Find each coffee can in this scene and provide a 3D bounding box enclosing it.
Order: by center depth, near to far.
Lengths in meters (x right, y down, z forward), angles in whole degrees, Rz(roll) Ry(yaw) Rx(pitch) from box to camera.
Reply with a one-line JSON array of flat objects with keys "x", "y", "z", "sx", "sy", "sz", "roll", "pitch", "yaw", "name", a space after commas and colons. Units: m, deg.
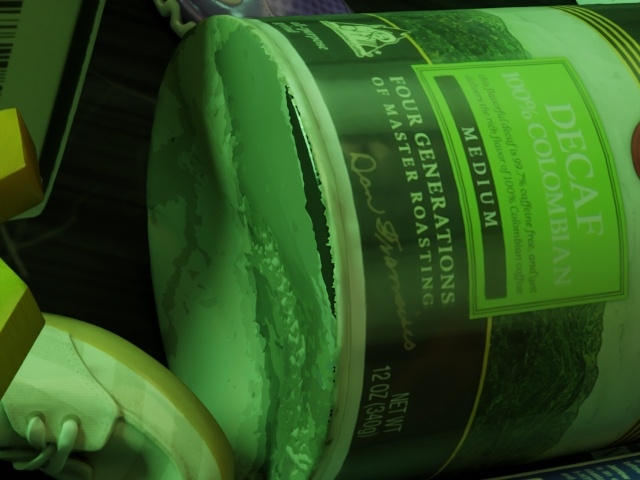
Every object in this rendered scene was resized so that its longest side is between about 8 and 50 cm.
[{"x": 0.086, "y": -0.002, "z": 0.651, "sx": 0.275, "sy": 0.201, "sz": 0.201, "roll": -7, "pitch": 52, "yaw": -24, "name": "coffee can"}]

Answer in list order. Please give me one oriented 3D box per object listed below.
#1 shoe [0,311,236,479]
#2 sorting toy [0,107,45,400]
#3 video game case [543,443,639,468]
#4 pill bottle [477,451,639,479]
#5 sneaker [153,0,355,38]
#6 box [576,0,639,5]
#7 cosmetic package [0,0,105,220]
[{"x": -0.137, "y": 0.057, "z": 0.585, "sx": 0.219, "sy": 0.076, "sz": 0.058, "roll": 28, "pitch": 42, "yaw": 8, "name": "shoe"}, {"x": -0.225, "y": 0.066, "z": 0.449, "sx": 0.307, "sy": 0.041, "sz": 0.229, "roll": -16, "pitch": 50, "yaw": -2, "name": "sorting toy"}, {"x": 0.178, "y": 0.027, "z": 0.838, "sx": 0.274, "sy": 0.026, "sz": 0.196, "roll": -15, "pitch": 58, "yaw": -41, "name": "video game case"}, {"x": 0.139, "y": 0.141, "z": 0.608, "sx": 0.187, "sy": 0.112, "sz": 0.112, "roll": -7, "pitch": 52, "yaw": -19, "name": "pill bottle"}, {"x": -0.060, "y": -0.191, "z": 0.855, "sx": 0.236, "sy": 0.104, "sz": 0.095, "roll": 47, "pitch": 42, "yaw": 17, "name": "sneaker"}, {"x": 0.252, "y": -0.246, "z": 1.036, "sx": 0.119, "sy": 0.182, "sz": 0.181, "roll": 1, "pitch": 49, "yaw": -30, "name": "box"}, {"x": -0.219, "y": -0.145, "z": 0.633, "sx": 0.129, "sy": 0.153, "sz": 0.296, "roll": -7, "pitch": 42, "yaw": -39, "name": "cosmetic package"}]
